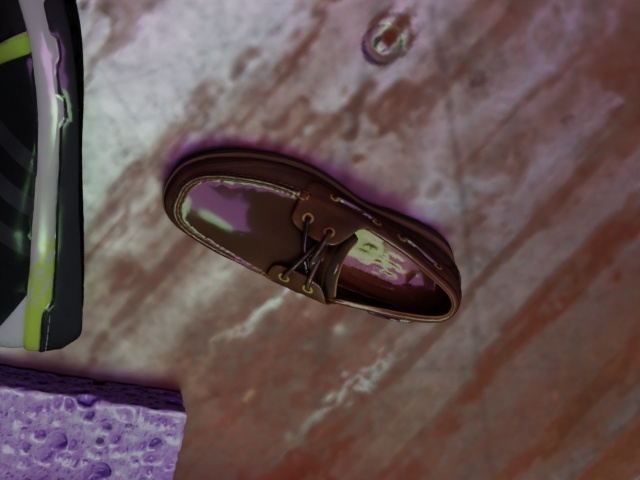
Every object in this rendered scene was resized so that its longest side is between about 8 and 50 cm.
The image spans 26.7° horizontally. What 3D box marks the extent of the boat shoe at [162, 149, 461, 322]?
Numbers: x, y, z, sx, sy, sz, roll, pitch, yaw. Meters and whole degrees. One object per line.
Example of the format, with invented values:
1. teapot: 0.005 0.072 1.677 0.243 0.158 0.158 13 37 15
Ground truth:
1. boat shoe: 0.000 0.000 0.741 0.178 0.060 0.064 20 106 -16

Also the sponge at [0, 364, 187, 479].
1. sponge: -0.190 0.129 0.774 0.210 0.031 0.117 10 108 -13

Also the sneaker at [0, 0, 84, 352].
1. sneaker: -0.170 -0.042 0.685 0.097 0.084 0.235 0 111 -8
